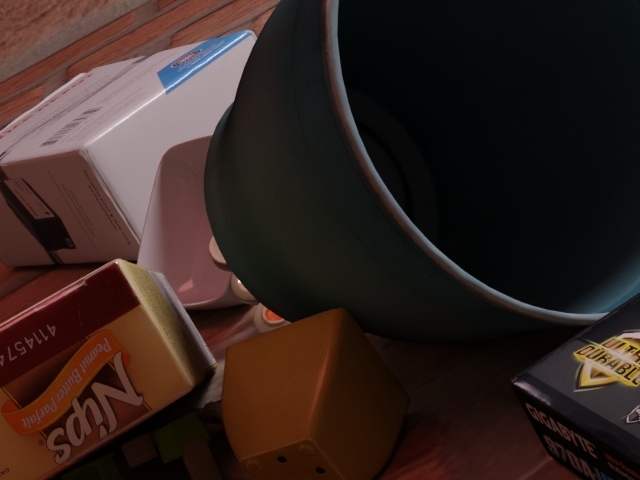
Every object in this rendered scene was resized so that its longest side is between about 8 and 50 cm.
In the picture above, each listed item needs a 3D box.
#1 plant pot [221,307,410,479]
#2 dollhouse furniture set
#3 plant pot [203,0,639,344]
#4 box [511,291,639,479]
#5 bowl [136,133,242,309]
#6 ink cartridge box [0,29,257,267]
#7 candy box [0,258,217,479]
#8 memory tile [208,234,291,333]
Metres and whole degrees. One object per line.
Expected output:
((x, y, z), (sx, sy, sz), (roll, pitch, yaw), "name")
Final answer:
((-0.008, 0.102, 0.883), (0.081, 0.081, 0.083), (-20, 32, 26), "plant pot")
((-0.088, 0.141, 0.985), (0.076, 0.058, 0.152), (-26, -3, 33), "dollhouse furniture set")
((0.063, -0.058, 0.944), (0.272, 0.271, 0.255), (-41, 7, -31), "plant pot")
((0.207, 0.062, 0.705), (0.175, 0.051, 0.220), (-32, 18, -9), "box")
((-0.081, -0.010, 1.253), (0.142, 0.053, 0.142), (-5, 71, 52), "bowl")
((-0.199, -0.085, 1.585), (0.223, 0.129, 0.307), (-41, 21, -30), "ink cartridge box")
((-0.166, 0.095, 0.974), (0.183, 0.087, 0.316), (-30, -1, -3), "candy box")
((0.000, 0.000, 1.148), (0.148, 0.012, 0.113), (-31, 53, -4), "memory tile")
